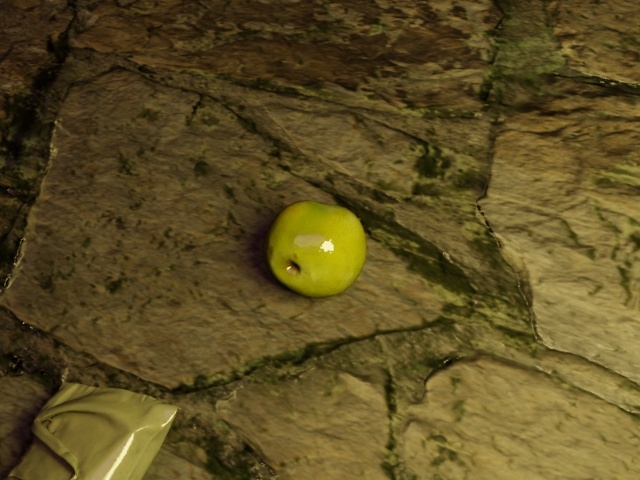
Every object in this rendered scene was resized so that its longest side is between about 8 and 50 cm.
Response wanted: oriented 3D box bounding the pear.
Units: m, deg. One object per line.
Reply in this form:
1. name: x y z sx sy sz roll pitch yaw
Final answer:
1. pear: 0.000 0.000 1.474 0.180 0.166 0.216 5 35 28

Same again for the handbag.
1. handbag: -0.392 0.365 1.345 0.253 0.109 0.316 7 57 36
